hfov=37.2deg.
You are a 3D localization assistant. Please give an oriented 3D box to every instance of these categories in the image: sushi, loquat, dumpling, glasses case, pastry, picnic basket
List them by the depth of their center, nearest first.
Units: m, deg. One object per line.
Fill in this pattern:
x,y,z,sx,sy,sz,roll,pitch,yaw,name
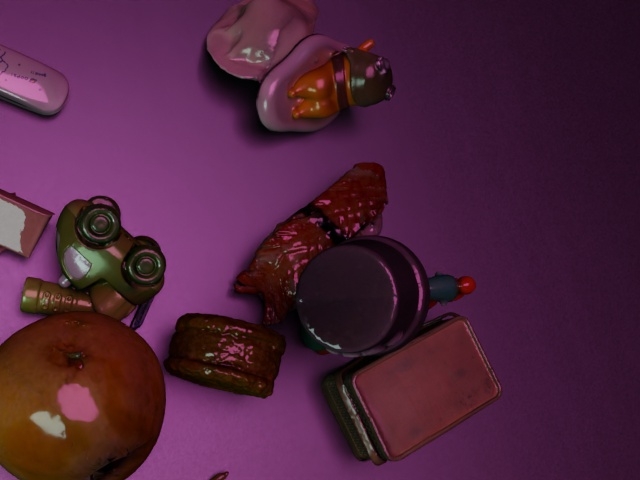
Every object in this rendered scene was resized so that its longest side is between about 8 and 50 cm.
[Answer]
-0.350,0.228,1.353,0.263,0.263,0.263,4,77,-19,loquat
-0.514,-0.040,1.445,0.193,0.070,0.103,26,98,-16,glasses case
-0.145,0.175,1.459,0.188,0.188,0.103,17,75,-16,pastry
-0.495,-0.262,1.500,0.197,0.049,0.076,24,72,-14,glasses case
0.151,0.243,1.579,0.266,0.139,0.165,-26,88,-23,picnic basket
0.000,0.000,1.586,0.124,0.130,0.332,43,61,13,sushi
-0.101,-0.360,1.642,0.166,0.126,0.216,30,82,13,dumpling

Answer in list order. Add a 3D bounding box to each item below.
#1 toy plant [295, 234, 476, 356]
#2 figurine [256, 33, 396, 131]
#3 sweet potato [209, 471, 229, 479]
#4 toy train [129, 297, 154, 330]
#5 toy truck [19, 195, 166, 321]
0.073,0.093,1.471,0.279,0.400,0.185,-43,78,8,toy plant
0.028,-0.249,1.604,0.250,0.141,0.167,-39,133,-32,figurine
-0.185,0.403,1.483,0.026,0.026,0.115,46,62,-6,sweet potato
-0.283,0.111,1.515,0.017,0.017,0.083,29,70,-20,toy train
-0.335,0.048,1.450,0.187,0.148,0.211,28,91,-16,toy truck
